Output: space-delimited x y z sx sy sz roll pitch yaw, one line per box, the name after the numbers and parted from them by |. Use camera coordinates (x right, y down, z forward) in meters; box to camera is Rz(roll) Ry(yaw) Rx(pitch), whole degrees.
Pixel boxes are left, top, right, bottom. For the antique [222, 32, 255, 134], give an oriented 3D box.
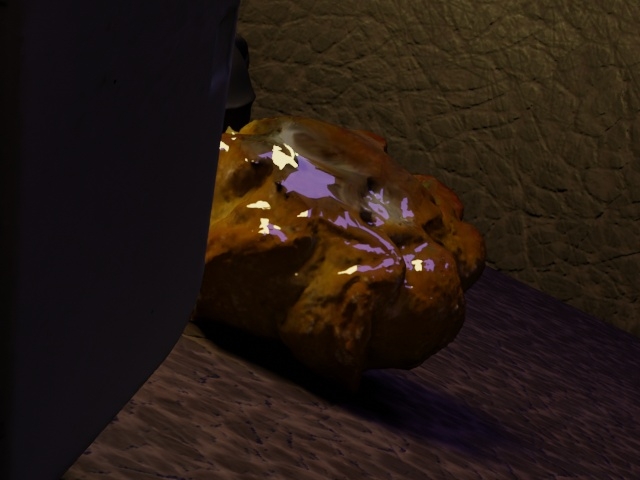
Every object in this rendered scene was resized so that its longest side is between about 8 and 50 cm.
-0.180 -0.131 1.562 0.255 0.185 0.322 -3 11 -8 | antique

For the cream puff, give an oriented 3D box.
0.000 0.000 1.354 0.269 0.155 0.241 18 28 -7 | cream puff

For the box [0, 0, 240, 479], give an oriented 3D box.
-0.222 -0.108 0.719 0.344 0.352 0.177 23 43 14 | box
